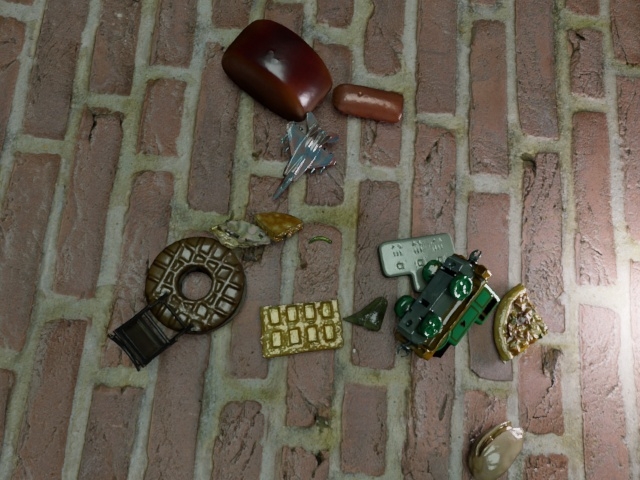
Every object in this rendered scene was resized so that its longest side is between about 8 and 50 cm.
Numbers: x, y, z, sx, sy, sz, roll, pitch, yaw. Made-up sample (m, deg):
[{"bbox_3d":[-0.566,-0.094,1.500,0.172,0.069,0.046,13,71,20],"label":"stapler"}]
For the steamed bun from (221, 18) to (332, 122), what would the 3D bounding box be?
[{"bbox_3d":[-0.153,-0.606,1.844,0.379,0.248,0.235,36,76,5],"label":"steamed bun"}]

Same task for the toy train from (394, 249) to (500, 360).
[{"bbox_3d":[0.414,0.224,1.724,0.249,0.178,0.429,38,88,-31],"label":"toy train"}]

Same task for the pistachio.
[{"bbox_3d":[0.558,0.670,1.676,0.223,0.126,0.152,-43,118,-17],"label":"pistachio"}]

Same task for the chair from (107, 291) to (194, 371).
[{"bbox_3d":[-0.542,0.296,1.604,0.260,0.141,0.155,-37,93,15],"label":"chair"}]

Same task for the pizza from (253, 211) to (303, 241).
[{"bbox_3d":[-0.150,-0.046,1.798,0.174,0.046,0.134,14,40,2],"label":"pizza"}]

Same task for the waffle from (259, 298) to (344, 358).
[{"bbox_3d":[-0.065,0.289,1.742,0.273,0.057,0.168,-6,78,-6],"label":"waffle"}]

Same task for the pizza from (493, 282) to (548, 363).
[{"bbox_3d":[0.693,0.291,1.805,0.197,0.058,0.292,21,76,-1],"label":"pizza"}]

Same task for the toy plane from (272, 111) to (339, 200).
[{"bbox_3d":[-0.077,-0.277,1.843,0.223,0.104,0.326,36,93,-24],"label":"toy plane"}]

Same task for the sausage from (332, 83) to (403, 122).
[{"bbox_3d":[0.168,-0.503,1.920,0.259,0.113,0.114,11,76,-4],"label":"sausage"}]

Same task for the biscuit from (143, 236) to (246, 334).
[{"bbox_3d":[-0.404,0.147,1.723,0.331,0.103,0.332,1,76,-5],"label":"biscuit"}]

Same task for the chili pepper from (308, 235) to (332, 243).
[{"bbox_3d":[0.000,0.000,1.834,0.083,0.017,0.031,5,78,-4],"label":"chili pepper"}]

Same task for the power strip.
[{"bbox_3d":[0.340,0.084,1.823,0.264,0.059,0.194,-8,78,-7],"label":"power strip"}]

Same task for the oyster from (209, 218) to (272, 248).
[{"bbox_3d":[-0.255,-0.010,1.755,0.133,0.209,0.072,44,116,22],"label":"oyster"}]

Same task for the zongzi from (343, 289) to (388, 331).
[{"bbox_3d":[0.159,0.219,1.783,0.130,0.062,0.154,16,70,11],"label":"zongzi"}]
